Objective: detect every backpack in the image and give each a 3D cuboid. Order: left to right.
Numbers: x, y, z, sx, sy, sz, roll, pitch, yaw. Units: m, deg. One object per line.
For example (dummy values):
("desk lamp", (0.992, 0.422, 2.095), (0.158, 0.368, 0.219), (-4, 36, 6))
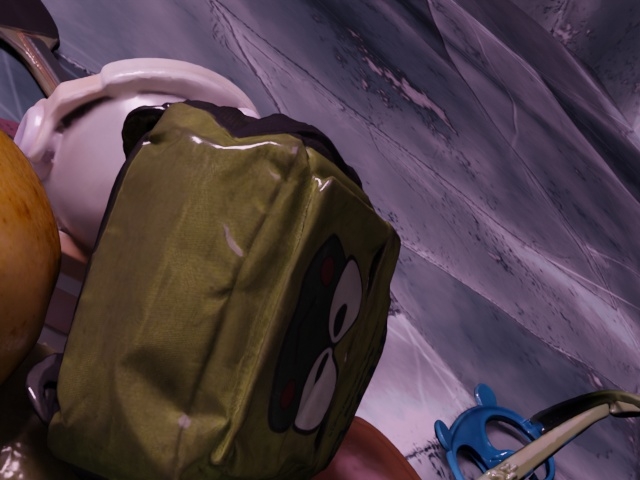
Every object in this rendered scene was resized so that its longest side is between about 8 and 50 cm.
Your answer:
("backpack", (-0.044, 0.042, 0.798), (0.140, 0.207, 0.253), (18, -6, 20))

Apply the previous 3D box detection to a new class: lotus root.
("lotus root", (-0.155, 0.121, 0.806), (0.090, 0.077, 0.183), (36, 20, -23))

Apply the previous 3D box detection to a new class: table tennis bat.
("table tennis bat", (-0.264, -0.188, 1.288), (0.220, 0.019, 0.130), (52, 22, 23))

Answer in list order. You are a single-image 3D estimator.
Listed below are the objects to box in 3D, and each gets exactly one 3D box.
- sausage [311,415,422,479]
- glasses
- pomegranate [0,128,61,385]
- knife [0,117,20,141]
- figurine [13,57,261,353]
("sausage", (0.066, 0.251, 0.933), (0.304, 0.121, 0.121), (53, 21, 16))
("glasses", (0.220, 0.185, 1.338), (0.239, 0.206, 0.102), (-18, 101, -66))
("pomegranate", (-0.227, -0.002, 0.763), (0.196, 0.196, 0.196), (39, 21, -18))
("knife", (-0.256, -0.078, 1.095), (0.035, 0.018, 0.247), (48, 17, 16))
("figurine", (-0.124, -0.024, 0.939), (0.162, 0.237, 0.141), (30, 32, -29))
